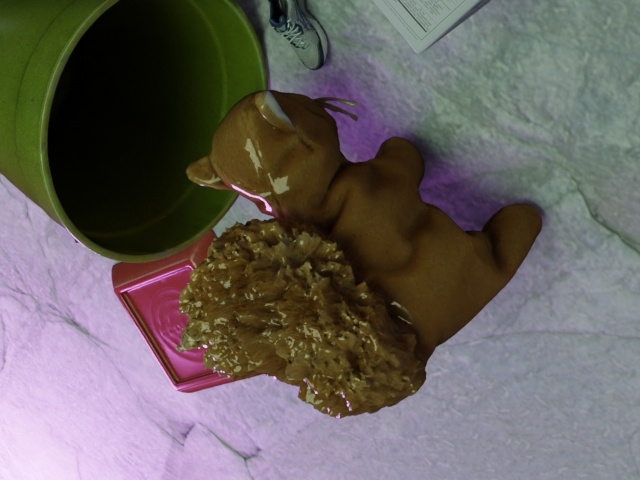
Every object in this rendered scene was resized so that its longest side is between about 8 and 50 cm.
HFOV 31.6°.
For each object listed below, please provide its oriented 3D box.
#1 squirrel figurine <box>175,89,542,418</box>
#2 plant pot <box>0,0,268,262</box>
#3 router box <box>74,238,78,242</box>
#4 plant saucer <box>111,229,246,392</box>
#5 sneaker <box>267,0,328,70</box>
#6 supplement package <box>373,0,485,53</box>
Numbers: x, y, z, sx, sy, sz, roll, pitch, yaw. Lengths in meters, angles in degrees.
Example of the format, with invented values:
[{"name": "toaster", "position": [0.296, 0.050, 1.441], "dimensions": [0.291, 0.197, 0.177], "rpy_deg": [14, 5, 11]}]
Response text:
[{"name": "squirrel figurine", "position": [0.000, 0.000, 1.353], "dimensions": [0.370, 0.397, 0.281], "rpy_deg": [46, 138, -10]}, {"name": "plant pot", "position": [-0.322, -0.195, 1.522], "dimensions": [0.353, 0.366, 0.366], "rpy_deg": [21, 128, 38]}, {"name": "router box", "position": [-0.355, -0.043, 1.815], "dimensions": [0.123, 0.038, 0.092], "rpy_deg": [0, 118, 35]}, {"name": "plant saucer", "position": [-0.209, 0.129, 1.815], "dimensions": [0.258, 0.048, 0.259], "rpy_deg": [-20, 104, 41]}, {"name": "sneaker", "position": [-0.039, -0.274, 1.438], "dimensions": [0.052, 0.058, 0.135], "rpy_deg": [-14, 109, 40]}, {"name": "supplement package", "position": [0.162, -0.366, 1.145], "dimensions": [0.198, 0.199, 0.263], "rpy_deg": [49, 133, -2]}]
